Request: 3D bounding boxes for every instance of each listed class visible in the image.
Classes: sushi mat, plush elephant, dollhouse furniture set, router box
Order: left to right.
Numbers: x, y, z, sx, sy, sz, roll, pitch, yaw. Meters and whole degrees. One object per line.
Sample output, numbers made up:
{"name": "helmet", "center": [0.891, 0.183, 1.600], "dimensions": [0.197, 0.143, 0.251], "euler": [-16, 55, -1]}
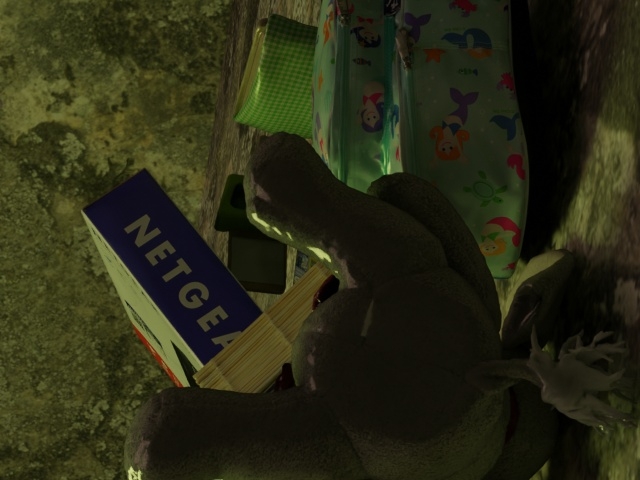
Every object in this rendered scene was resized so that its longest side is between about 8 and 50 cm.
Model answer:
{"name": "router box", "center": [-0.098, 0.128, 1.951], "dimensions": [0.335, 0.082, 0.301], "euler": [49, 167, 27]}
{"name": "dollhouse furniture set", "center": [0.009, -0.061, 1.855], "dimensions": [0.301, 0.198, 0.151], "euler": [110, 165, -55]}
{"name": "sushi mat", "center": [0.010, 0.041, 1.717], "dimensions": [0.316, 0.019, 0.151], "euler": [-44, 19, -4]}
{"name": "plush elephant", "center": [0.070, 0.107, 1.344], "dimensions": [0.255, 0.330, 0.271], "euler": [62, -138, -67]}

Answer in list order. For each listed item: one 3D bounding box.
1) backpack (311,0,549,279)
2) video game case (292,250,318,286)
{"name": "backpack", "center": [0.089, -0.093, 1.495], "dimensions": [0.225, 0.191, 0.253], "euler": [92, 170, -61]}
{"name": "video game case", "center": [0.000, 0.000, 2.366], "dimensions": [0.212, 0.023, 0.193], "euler": [-151, 67, -78]}
